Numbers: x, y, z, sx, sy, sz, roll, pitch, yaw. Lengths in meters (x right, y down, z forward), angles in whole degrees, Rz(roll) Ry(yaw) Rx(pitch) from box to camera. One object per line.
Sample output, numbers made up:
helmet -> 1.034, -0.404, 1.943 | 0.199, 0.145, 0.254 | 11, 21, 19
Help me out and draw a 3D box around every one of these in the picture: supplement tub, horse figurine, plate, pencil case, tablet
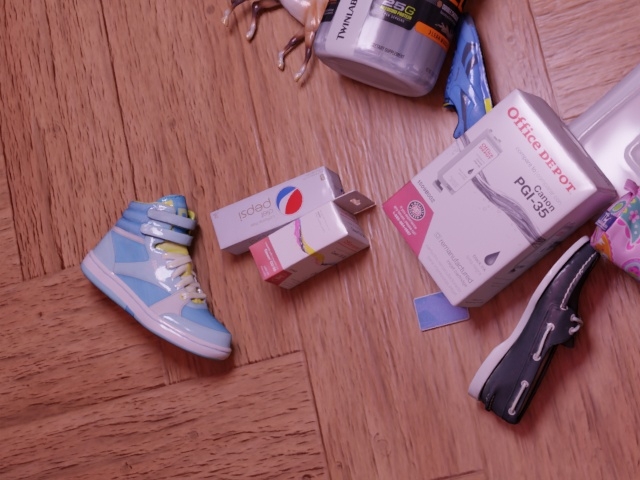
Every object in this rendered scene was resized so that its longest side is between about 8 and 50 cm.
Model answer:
supplement tub -> 0.135, -0.416, 1.856 | 0.207, 0.207, 0.338 | 19, 89, 21
horse figurine -> -0.056, -0.393, 1.997 | 0.263, 0.066, 0.174 | 40, 101, 18
plate -> 0.511, -0.125, 1.764 | 0.277, 0.045, 0.278 | -40, 72, 9
pencil case -> 0.522, 0.035, 1.666 | 0.284, 0.124, 0.124 | 37, 95, 7
tablet -> 0.192, 0.108, 1.861 | 0.083, 0.006, 0.054 | -16, 77, 17

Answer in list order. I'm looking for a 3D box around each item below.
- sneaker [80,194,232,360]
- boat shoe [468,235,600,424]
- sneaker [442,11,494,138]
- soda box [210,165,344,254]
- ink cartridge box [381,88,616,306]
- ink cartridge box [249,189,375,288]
sneaker -> -0.240, 0.045, 1.962 | 0.319, 0.127, 0.208 | 34, 95, 20
boat shoe -> 0.341, 0.136, 1.754 | 0.091, 0.114, 0.302 | 37, 107, 21
sneaker -> 0.227, -0.262, 1.871 | 0.082, 0.069, 0.209 | -11, 79, 14
soda box -> -0.067, -0.048, 1.941 | 0.216, 0.074, 0.069 | -22, 75, 15
ink cartridge box -> 0.268, -0.063, 1.779 | 0.283, 0.117, 0.207 | -42, 70, 20
ink cartridge box -> 0.000, 0.000, 1.887 | 0.198, 0.115, 0.067 | -30, 72, 14
